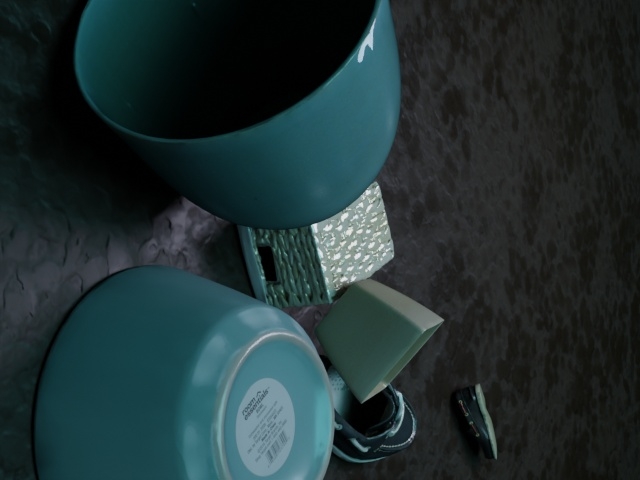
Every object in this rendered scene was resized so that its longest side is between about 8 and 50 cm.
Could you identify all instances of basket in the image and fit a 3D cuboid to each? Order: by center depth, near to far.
[{"bbox_3d":[0.000,0.000,1.201,0.167,0.103,0.113,-34,114,-51],"label":"basket"}]

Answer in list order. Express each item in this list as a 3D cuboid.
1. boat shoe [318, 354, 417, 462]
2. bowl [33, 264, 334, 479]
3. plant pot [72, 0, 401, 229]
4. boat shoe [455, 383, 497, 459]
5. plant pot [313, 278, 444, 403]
[{"bbox_3d":[0.049,0.207,1.255,0.303,0.091,0.114,25,64,-51],"label":"boat shoe"},{"bbox_3d":[-0.100,0.175,0.996,0.312,0.163,0.311,8,80,-55],"label":"bowl"},{"bbox_3d":[-0.053,-0.148,1.006,0.235,0.293,0.293,60,40,-55],"label":"plant pot"},{"bbox_3d":[0.237,0.275,1.556,0.049,0.042,0.133,-79,151,-63],"label":"boat shoe"},{"bbox_3d":[0.058,0.102,1.154,0.096,0.109,0.109,42,13,13],"label":"plant pot"}]
